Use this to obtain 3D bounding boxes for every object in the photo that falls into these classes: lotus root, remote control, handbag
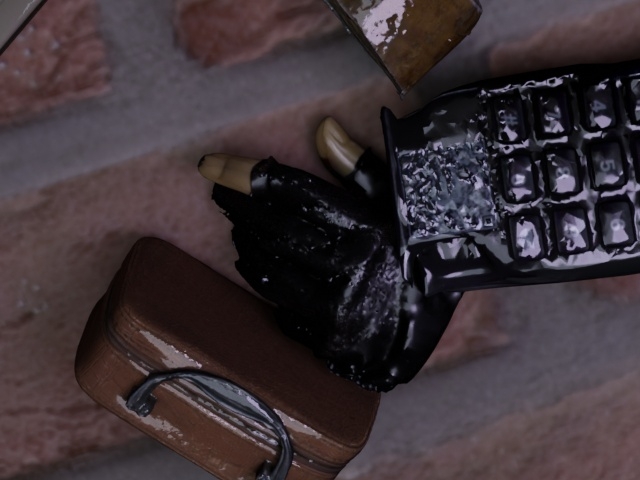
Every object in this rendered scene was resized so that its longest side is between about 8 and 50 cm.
[{"bbox_3d":[0.039,-0.152,1.035,0.081,0.112,0.122,-35,102,9],"label":"lotus root"},{"bbox_3d":[0.240,-0.049,1.047,0.398,0.062,0.145,-8,92,0],"label":"remote control"},{"bbox_3d":[-0.061,0.088,1.111,0.193,0.151,0.072,35,111,-6],"label":"handbag"}]

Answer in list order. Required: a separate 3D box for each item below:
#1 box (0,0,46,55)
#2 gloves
[{"bbox_3d":[-0.251,-0.210,1.073,0.201,0.058,0.141,40,108,-8],"label":"box"},{"bbox_3d":[-0.001,0.003,1.098,0.180,0.106,0.129,29,112,-9],"label":"gloves"}]
